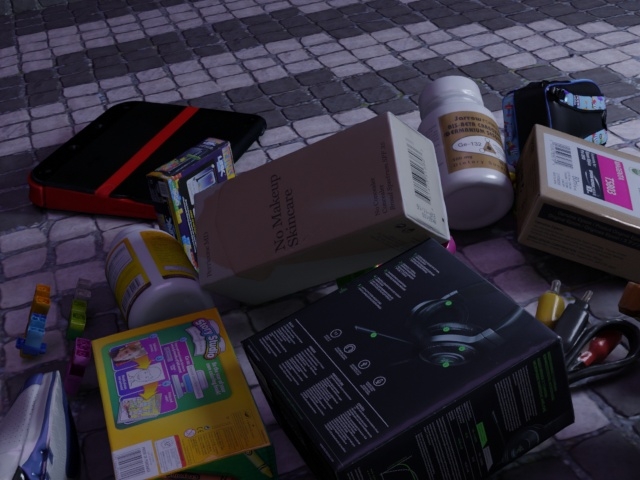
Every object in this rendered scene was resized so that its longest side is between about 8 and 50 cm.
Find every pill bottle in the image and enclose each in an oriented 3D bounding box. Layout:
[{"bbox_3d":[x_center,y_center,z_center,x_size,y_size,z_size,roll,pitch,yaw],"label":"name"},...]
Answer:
[{"bbox_3d":[-0.231,0.060,1.253,0.117,0.117,0.215,-18,33,-17],"label":"pill bottle"},{"bbox_3d":[0.218,-0.142,1.407,0.131,0.131,0.229,-6,55,2],"label":"pill bottle"}]

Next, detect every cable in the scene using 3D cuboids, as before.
[{"bbox_3d":[0.280,0.162,1.070,0.140,0.072,0.287,29,57,21],"label":"cable"}]

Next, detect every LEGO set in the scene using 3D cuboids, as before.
[{"bbox_3d":[-0.361,0.132,1.203,0.087,0.093,0.227,16,18,-19],"label":"LEGO set"}]

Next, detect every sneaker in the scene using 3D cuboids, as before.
[{"bbox_3d":[-0.359,0.267,0.930,0.182,0.127,0.315,-6,33,-3],"label":"sneaker"}]

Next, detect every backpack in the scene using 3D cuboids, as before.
[{"bbox_3d":[0.403,-0.194,1.513,0.173,0.158,0.117,-16,12,-40],"label":"backpack"}]

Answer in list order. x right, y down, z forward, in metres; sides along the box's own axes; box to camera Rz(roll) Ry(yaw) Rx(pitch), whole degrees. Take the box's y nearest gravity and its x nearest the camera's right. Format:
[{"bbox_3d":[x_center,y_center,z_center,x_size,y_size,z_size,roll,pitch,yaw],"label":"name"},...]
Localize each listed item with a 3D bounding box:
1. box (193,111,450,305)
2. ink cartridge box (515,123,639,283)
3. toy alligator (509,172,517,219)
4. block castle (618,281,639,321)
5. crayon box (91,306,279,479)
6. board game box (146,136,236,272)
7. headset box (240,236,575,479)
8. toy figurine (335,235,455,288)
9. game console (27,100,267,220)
[{"bbox_3d":[-0.006,-0.031,1.155,0.311,0.121,0.147,-21,65,28],"label":"box"},{"bbox_3d":[0.385,-0.059,1.294,0.193,0.088,0.234,17,33,0],"label":"ink cartridge box"},{"bbox_3d":[0.327,-0.062,1.396,0.051,0.056,0.190,-20,33,-20],"label":"toy alligator"},{"bbox_3d":[0.439,-0.011,0.890,0.213,0.302,0.453,18,-3,20],"label":"block castle"},{"bbox_3d":[-0.164,0.199,1.045,0.166,0.081,0.278,-14,32,-12],"label":"crayon box"},{"bbox_3d":[-0.185,-0.052,1.376,0.048,0.170,0.141,13,36,32],"label":"board game box"},{"bbox_3d":[0.098,0.147,0.981,0.283,0.131,0.246,-29,35,-14],"label":"headset box"},{"bbox_3d":[0.111,0.005,1.261,0.159,0.173,0.130,-7,-10,-24],"label":"toy figurine"},{"bbox_3d":[-0.323,-0.156,1.698,0.342,0.060,0.386,10,35,17],"label":"game console"}]
